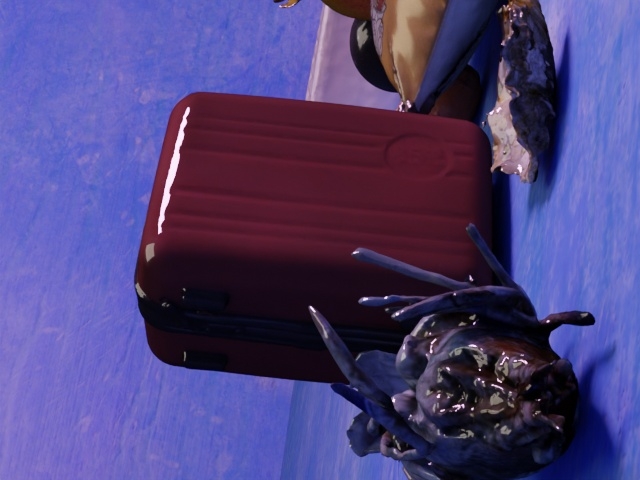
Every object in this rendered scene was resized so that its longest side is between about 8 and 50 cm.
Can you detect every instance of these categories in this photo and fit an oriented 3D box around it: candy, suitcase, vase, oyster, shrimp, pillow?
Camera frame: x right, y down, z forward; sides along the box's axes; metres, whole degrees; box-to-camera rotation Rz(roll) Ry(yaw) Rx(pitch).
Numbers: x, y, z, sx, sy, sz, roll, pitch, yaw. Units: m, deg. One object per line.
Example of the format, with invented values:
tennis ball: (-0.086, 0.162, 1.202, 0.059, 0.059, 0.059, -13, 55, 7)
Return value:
candy: (0.073, -0.296, 1.990, 0.208, 0.145, 0.359, -93, 14, -77)
suitcase: (0.000, 0.000, 1.252, 0.161, 0.297, 0.236, 93, -177, -48)
vase: (0.105, -0.227, 1.695, 0.183, 0.120, 0.120, -152, 72, -70)
oyster: (0.154, -0.120, 1.119, 0.103, 0.051, 0.148, -135, 40, -81)
shrimp: (0.083, 0.100, 0.956, 0.410, 0.166, 0.221, 54, -137, -79)
pillow: (0.123, -0.283, 1.389, 0.310, 0.119, 0.312, -82, 12, -76)

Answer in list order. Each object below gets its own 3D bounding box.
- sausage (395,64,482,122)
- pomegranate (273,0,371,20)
sausage: (0.092, -0.034, 1.511, 0.079, 0.087, 0.327, -116, 33, -56)
pomegranate: (0.041, -0.343, 1.625, 0.256, 0.221, 0.221, -29, 30, 22)
